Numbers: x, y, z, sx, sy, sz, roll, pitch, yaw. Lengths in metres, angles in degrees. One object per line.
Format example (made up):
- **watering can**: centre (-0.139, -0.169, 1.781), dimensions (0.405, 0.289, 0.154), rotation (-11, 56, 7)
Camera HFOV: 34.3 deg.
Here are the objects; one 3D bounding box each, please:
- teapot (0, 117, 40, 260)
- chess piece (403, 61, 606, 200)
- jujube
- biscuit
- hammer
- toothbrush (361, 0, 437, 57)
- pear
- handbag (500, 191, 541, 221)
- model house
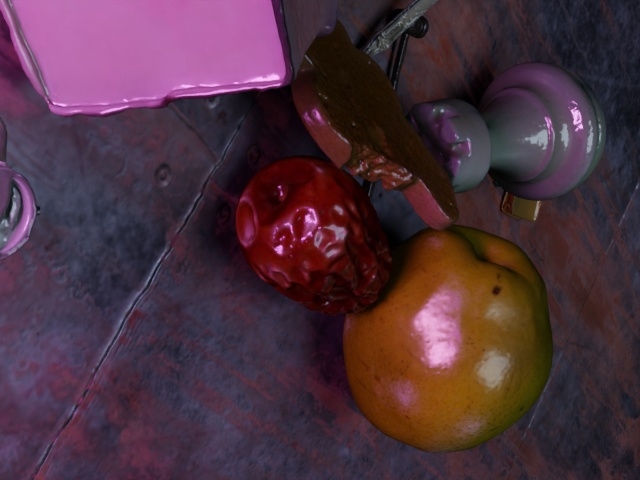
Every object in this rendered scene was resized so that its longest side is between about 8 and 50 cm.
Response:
- **teapot**: centre (-0.285, -0.055, 0.746), dimensions (0.077, 0.200, 0.107), rotation (1, 103, -51)
- **chess piece**: centre (0.225, -0.134, 1.372), dimensions (0.299, 0.195, 0.194), rotation (-13, 113, -45)
- **jujube**: centre (0.000, 0.000, 1.170), dimensions (0.230, 0.155, 0.155), rotation (38, 73, -57)
- **biscuit**: centre (0.048, -0.131, 1.146), dimensions (0.320, 0.047, 0.183), rotation (41, 39, -28)
- **hammer**: centre (0.082, -0.146, 1.320), dimensions (0.058, 0.029, 0.292), rotation (4, 101, -50)
- **toothbrush**: centre (0.095, -0.261, 1.257), dimensions (0.294, 0.028, 0.026), rotation (-46, 112, -21)
- **pear**: centre (0.161, 0.130, 1.321), dimensions (0.294, 0.294, 0.294), rotation (-22, 119, -46)
- **handbag**: centre (0.320, -0.065, 1.641), dimensions (0.083, 0.027, 0.061), rotation (16, 91, -52)
- **model house**: centre (-0.115, -0.248, 0.877), dimensions (0.237, 0.237, 0.202), rotation (-66, 146, -56)
